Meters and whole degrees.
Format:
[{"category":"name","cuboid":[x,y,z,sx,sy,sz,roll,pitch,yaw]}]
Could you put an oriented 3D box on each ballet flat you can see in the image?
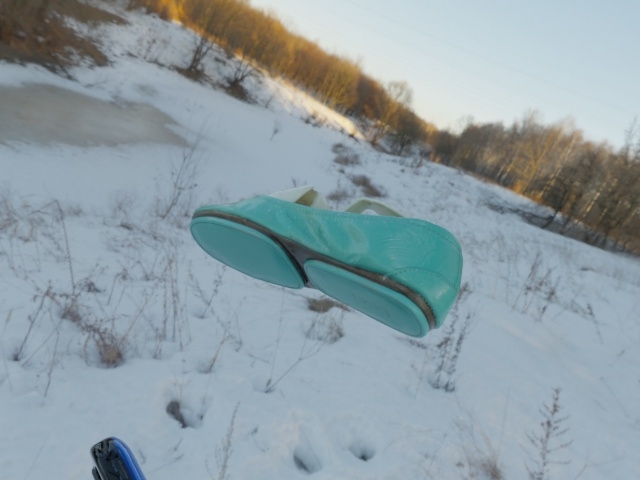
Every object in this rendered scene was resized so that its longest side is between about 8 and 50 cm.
[{"category":"ballet flat","cuboid":[0.000,0.000,0.386,0.247,0.087,0.083,16,-35,37]}]

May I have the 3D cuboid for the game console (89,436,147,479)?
[{"category":"game console","cuboid":[-0.174,0.334,0.358,0.173,0.293,0.250,-24,64,-35]}]
